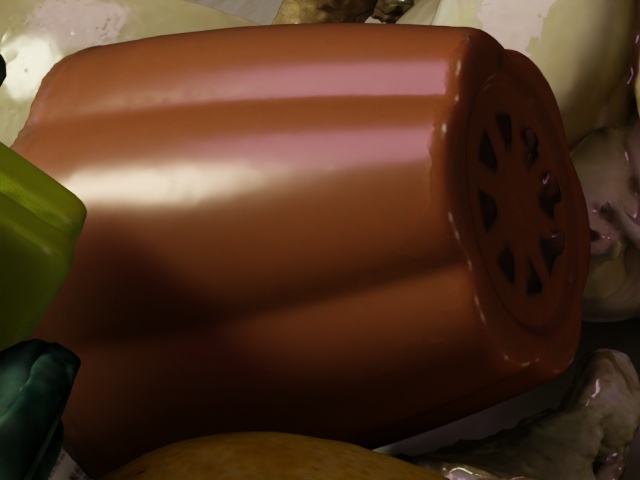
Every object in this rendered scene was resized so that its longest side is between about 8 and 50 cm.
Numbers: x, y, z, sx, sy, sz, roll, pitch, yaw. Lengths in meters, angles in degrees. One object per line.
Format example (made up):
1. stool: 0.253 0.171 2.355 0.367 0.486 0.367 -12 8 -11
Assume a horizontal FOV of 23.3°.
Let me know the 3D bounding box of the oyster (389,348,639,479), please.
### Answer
1. oyster: 0.049 0.101 0.587 0.163 0.081 0.191 7 39 44

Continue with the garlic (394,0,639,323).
1. garlic: 0.151 -0.047 0.693 0.281 0.185 0.203 4 40 11

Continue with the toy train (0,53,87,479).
1. toy train: -0.215 0.116 0.422 0.442 0.179 0.272 -56 11 4

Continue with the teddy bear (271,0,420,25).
1. teddy bear: 0.116 -0.195 1.050 0.222 0.296 0.246 32 56 10

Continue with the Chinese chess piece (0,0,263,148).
1. Chinese chess piece: -0.090 -0.052 0.824 0.273 0.273 0.102 5 79 47

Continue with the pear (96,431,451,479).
1. pear: -0.005 0.152 0.398 0.209 0.209 0.209 -20 25 10

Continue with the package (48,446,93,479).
1. package: -0.114 0.088 0.621 0.030 0.239 0.154 -49 8 37

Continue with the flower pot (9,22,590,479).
1. flower pot: 0.000 0.000 0.589 0.173 0.190 0.190 -11 28 32
